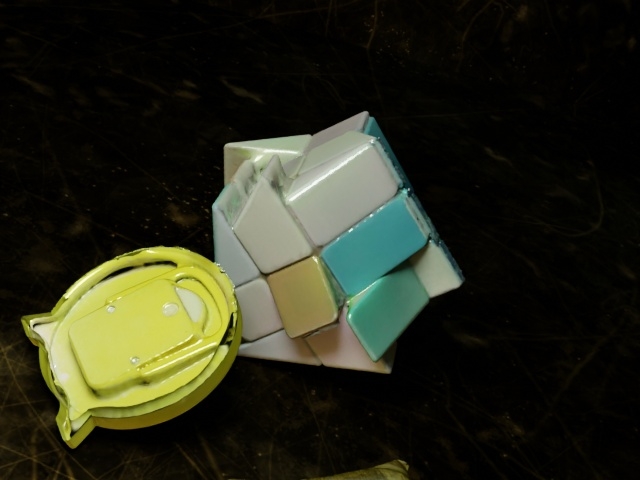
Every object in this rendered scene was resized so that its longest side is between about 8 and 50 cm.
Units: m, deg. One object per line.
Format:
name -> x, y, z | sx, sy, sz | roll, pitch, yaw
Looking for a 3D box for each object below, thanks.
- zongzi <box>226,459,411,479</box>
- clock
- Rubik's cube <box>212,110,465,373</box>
zongzi -> 0.004, 0.331, 1.164 | 0.286, 0.134, 0.288 | 13, 18, -4
clock -> -0.246, 0.136, 1.282 | 0.293, 0.071, 0.277 | -23, 50, -5
Rubik's cube -> 0.000, 0.000, 1.449 | 0.387, 0.368, 0.358 | 58, 23, -18
